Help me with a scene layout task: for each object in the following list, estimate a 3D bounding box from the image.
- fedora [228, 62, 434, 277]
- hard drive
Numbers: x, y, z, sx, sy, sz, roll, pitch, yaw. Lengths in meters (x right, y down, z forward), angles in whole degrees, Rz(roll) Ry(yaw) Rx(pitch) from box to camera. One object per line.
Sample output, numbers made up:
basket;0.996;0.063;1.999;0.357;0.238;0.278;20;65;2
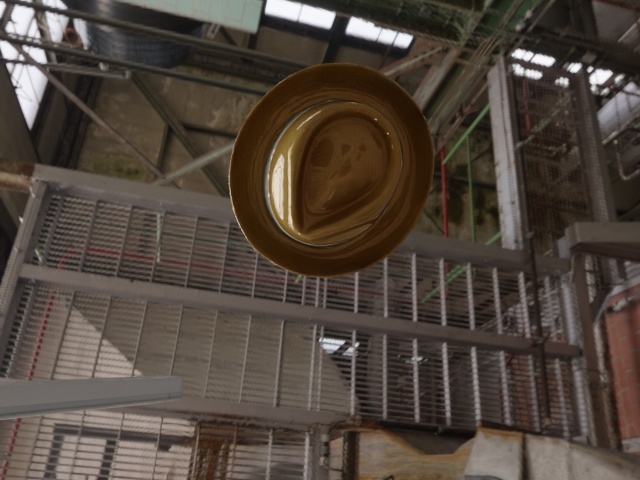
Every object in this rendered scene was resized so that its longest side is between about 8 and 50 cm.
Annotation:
fedora;0.013;-0.057;0.487;0.194;0.079;0.194;0;-83;-3
hard drive;-0.408;0.230;0.843;0.233;0.353;0.047;-10;-105;24
